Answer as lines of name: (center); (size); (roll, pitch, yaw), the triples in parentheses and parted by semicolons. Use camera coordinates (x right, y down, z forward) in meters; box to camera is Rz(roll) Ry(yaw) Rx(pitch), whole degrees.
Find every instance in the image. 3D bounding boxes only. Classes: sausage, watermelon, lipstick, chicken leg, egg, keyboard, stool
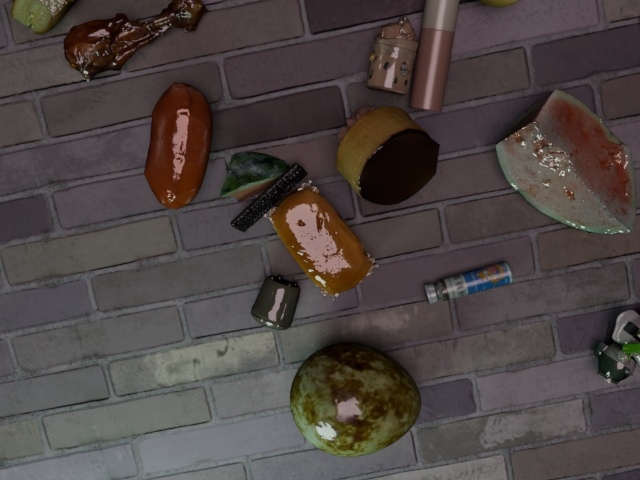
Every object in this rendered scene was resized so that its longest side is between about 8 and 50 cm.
sausage: (-0.289, -0.193, 1.544); (0.133, 0.133, 0.259); (10, 98, -2)
watermelon: (0.517, -0.141, 1.529); (0.305, 0.180, 0.224); (45, 108, -6)
lipstick: (0.235, -0.396, 1.535); (0.070, 0.070, 0.255); (7, 101, -2)
chicken leg: (-0.375, -0.424, 1.529); (0.304, 0.093, 0.113); (-23, 118, -4)
egg: (0.077, 0.337, 1.594); (0.289, 0.238, 0.238); (1, 101, -18)
keyboard: (-0.108, -0.088, 1.602); (0.195, 0.060, 0.018); (-42, 64, 8)
watermelon: (-0.138, -0.144, 1.599); (0.155, 0.080, 0.101); (-17, 65, 5)
stool: (-0.094, 0.134, 1.626); (0.096, 0.096, 0.110); (19, 96, -4)

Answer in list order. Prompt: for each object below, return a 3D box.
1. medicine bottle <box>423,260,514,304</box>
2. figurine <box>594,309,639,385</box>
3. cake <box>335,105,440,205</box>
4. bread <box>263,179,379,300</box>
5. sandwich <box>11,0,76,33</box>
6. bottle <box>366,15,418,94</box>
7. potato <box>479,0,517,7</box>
medicine bottle: (0.324, 0.094, 1.640); (0.191, 0.051, 0.051); (-17, 100, 3)
figurine: (0.681, 0.230, 1.637); (0.147, 0.126, 0.192); (29, 94, -41)
cake: (0.120, -0.192, 1.540); (0.207, 0.178, 0.185); (8, 126, -35)
bread: (0.000, 0.000, 1.594); (0.136, 0.107, 0.241); (-38, 99, 4)
sandwich: (-0.526, -0.516, 1.502); (0.090, 0.088, 0.244); (44, 97, -11)
bottle: (0.149, -0.379, 1.529); (0.098, 0.099, 0.152); (9, 98, -2)
potato: (0.294, -0.588, 1.450); (0.140, 0.173, 0.300); (-19, 111, 48)
